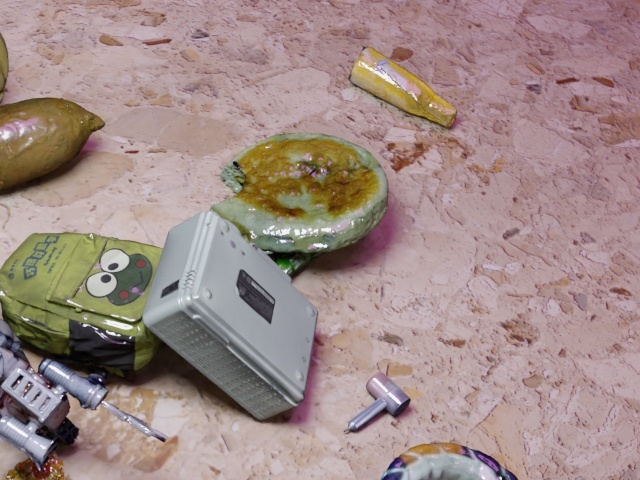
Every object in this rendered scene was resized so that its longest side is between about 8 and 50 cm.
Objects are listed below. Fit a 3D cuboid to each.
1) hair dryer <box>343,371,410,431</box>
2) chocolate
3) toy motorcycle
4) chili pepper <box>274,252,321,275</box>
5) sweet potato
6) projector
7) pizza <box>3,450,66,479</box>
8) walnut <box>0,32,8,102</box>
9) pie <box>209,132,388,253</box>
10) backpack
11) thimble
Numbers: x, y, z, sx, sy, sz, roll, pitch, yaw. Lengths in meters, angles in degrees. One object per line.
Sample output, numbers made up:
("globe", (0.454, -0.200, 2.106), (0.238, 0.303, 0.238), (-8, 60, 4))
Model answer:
("hair dryer", (0.071, 0.244, 1.634), (0.114, 0.037, 0.063), (-33, 62, -30))
("chocolate", (0.163, -0.287, 2.139), (0.219, 0.086, 0.086), (31, 46, 9))
("toy motorcycle", (-0.386, 0.187, 1.424), (0.401, 0.207, 0.134), (32, 68, 12))
("chili pepper", (0.000, 0.000, 1.822), (0.088, 0.059, 0.227), (23, 44, 30))
("sweet potato", (-0.531, -0.125, 1.731), (0.422, 0.130, 0.130), (-26, 59, -31))
("projector", (-0.114, 0.102, 1.572), (0.256, 0.099, 0.192), (44, 34, -29))
("pizza", (-0.364, 0.292, 1.454), (0.083, 0.025, 0.078), (8, 47, -9))
("walnut", (-0.630, -0.291, 1.785), (0.282, 0.227, 0.283), (12, 41, -11))
("pie", (-0.033, -0.077, 1.828), (0.302, 0.067, 0.302), (-3, 41, 3))
("backpack", (-0.329, 0.081, 1.593), (0.253, 0.140, 0.207), (13, 43, 6))
("thimble", (0.159, 0.388, 1.441), (0.237, 0.150, 0.237), (9, 47, -10))
